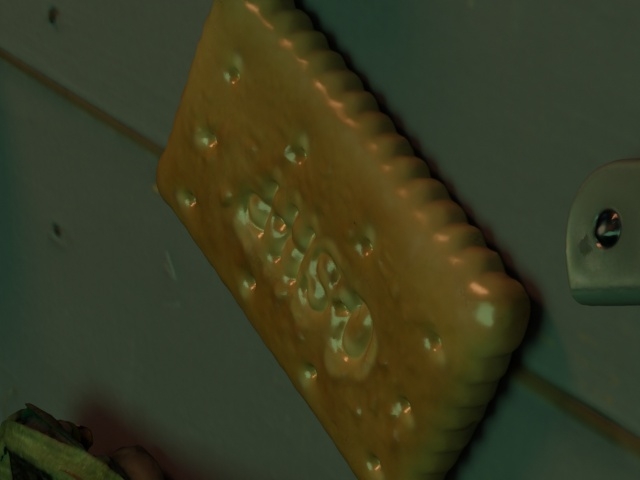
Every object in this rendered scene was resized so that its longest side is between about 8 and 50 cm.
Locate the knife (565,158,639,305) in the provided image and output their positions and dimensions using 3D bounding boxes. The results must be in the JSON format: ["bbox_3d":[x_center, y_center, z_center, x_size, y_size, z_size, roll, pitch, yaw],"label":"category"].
[{"bbox_3d":[0.179,-0.014,0.639,0.265,0.040,0.073,-10,83,56],"label":"knife"}]

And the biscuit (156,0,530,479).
[{"bbox_3d":[-0.001,0.000,0.902,0.250,0.030,0.160,54,139,30],"label":"biscuit"}]

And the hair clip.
[{"bbox_3d":[-0.091,0.184,1.042,0.321,0.091,0.138,32,134,61],"label":"hair clip"}]
